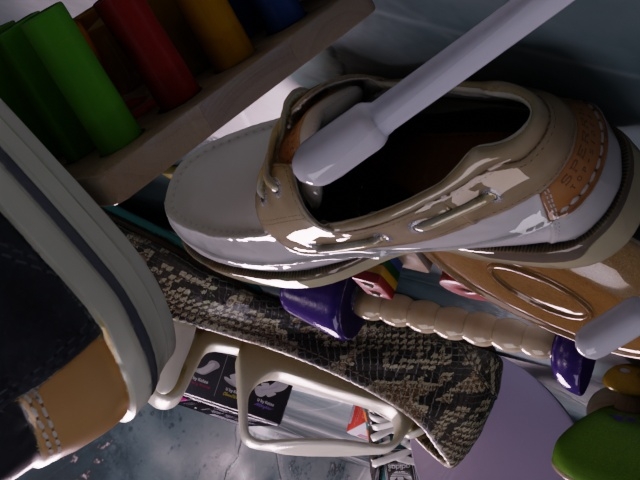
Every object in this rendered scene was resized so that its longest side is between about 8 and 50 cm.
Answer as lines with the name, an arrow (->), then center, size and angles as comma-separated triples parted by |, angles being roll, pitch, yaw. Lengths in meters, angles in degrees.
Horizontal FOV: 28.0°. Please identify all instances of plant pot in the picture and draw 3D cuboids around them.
plant pot -> 0.151, 0.023, 0.853 | 0.236, 0.032, 0.236 | 26, 169, 5

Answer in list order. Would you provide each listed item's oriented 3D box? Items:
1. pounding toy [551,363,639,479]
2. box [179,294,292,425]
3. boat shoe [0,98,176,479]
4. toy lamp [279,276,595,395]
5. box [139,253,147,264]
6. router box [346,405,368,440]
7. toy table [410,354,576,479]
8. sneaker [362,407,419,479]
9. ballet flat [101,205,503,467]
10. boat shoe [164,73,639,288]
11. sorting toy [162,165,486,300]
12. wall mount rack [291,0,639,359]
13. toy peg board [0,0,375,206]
pounding toy -> 0.315, 0.161, 1.174 | 0.183, 0.110, 0.237 | 9, -172, 20
box -> -0.120, 0.137, 1.557 | 0.163, 0.142, 0.247 | 20, 169, -9
boat shoe -> -0.280, -0.078, 0.536 | 0.500, 0.156, 0.187 | 46, 155, 1
toy lamp -> 0.097, 0.065, 1.093 | 0.275, 0.080, 0.080 | 12, 166, 21
box -> -0.309, 0.078, 1.073 | 0.311, 0.121, 0.148 | 7, 151, -32
router box -> 0.220, 0.273, 1.775 | 0.335, 0.082, 0.301 | 19, 167, -2
toy table -> 0.212, 0.254, 1.391 | 0.252, 0.274, 0.161 | -22, 162, 15
sneaker -> 0.105, 0.232, 1.511 | 0.108, 0.121, 0.302 | -3, 137, 24
ballet flat -> -0.061, 0.106, 1.248 | 0.483, 0.182, 0.164 | 20, 168, -4
boat shoe -> 0.019, -0.042, 0.697 | 0.302, 0.113, 0.103 | -5, 154, 38
sorting toy -> 0.000, 0.000, 1.020 | 0.274, 0.046, 0.132 | 14, 166, 22
wall mount rack -> 0.181, -0.031, 0.437 | 0.304, 0.130, 0.350 | 6, 161, 45
toy peg board -> -0.089, -0.090, 0.601 | 0.161, 0.160, 0.079 | 0, 125, 56
